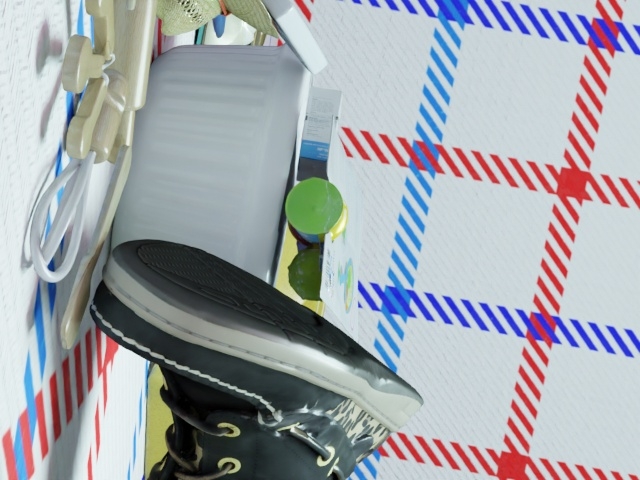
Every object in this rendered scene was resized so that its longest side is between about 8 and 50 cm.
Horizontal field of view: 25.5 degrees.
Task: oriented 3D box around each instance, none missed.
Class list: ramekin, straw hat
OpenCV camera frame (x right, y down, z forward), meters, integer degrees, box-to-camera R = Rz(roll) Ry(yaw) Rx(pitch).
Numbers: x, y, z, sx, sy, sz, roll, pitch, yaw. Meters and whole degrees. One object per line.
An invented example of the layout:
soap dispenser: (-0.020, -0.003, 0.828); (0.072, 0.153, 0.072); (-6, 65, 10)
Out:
ramekin: (-0.089, -0.038, 1.164); (0.273, 0.127, 0.272); (11, 90, -90)
straw hat: (-0.093, -0.172, 0.957); (0.061, 0.144, 0.144); (-41, 179, -2)

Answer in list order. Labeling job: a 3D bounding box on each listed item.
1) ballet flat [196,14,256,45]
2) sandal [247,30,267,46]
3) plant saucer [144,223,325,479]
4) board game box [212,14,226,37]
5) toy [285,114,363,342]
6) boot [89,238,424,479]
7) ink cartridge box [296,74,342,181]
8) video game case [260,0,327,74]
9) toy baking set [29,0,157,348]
ballet flat: (-0.071, -0.274, 1.423); (0.086, 0.086, 0.248); (-82, -177, -80)
sandal: (-0.099, -0.248, 1.769); (0.180, 0.049, 0.072); (145, -37, -69)
plant saucer: (-0.088, 0.154, 1.753); (0.333, 0.081, 0.332); (-50, 163, -34)
board game box: (-0.098, -0.262, 1.224); (0.133, 0.033, 0.168); (86, 8, -70)
toy: (0.000, 0.000, 1.125); (0.237, 0.056, 0.136); (72, 21, -76)
boot: (-0.092, 0.166, 0.992); (0.284, 0.138, 0.377); (-54, 154, 2)
ink cartridge box: (0.000, -0.094, 1.170); (0.048, 0.028, 0.083); (101, -2, -67)
video game case: (-0.053, -0.195, 1.020); (0.019, 0.143, 0.157); (-38, 169, 3)
toy baking set: (-0.132, -0.077, 0.819); (0.197, 0.030, 0.256); (-74, 175, -63)
